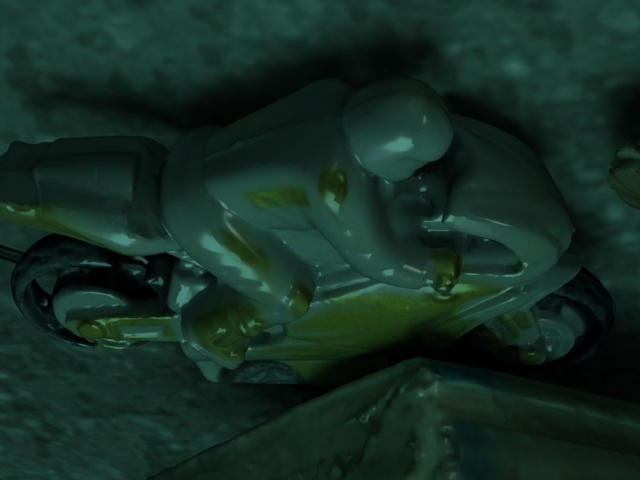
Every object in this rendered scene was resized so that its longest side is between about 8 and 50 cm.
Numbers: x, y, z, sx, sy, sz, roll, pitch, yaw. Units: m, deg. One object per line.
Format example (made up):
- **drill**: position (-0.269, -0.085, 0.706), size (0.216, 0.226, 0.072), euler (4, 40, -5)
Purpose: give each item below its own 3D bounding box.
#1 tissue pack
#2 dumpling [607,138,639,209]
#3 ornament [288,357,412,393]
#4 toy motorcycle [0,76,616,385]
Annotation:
- **tissue pack**: position (0.079, 0.147, 0.535), size (0.271, 0.124, 0.201), euler (16, 152, -37)
- **dumpling**: position (0.193, 0.004, 0.389), size (0.199, 0.118, 0.136), euler (18, 167, 32)
- **ornament**: position (0.031, 0.071, 0.564), size (0.125, 0.028, 0.073), euler (19, 141, -20)
- **toy motorcycle**: position (0.000, 0.000, 0.434), size (0.229, 0.074, 0.151), euler (6, 143, -2)
